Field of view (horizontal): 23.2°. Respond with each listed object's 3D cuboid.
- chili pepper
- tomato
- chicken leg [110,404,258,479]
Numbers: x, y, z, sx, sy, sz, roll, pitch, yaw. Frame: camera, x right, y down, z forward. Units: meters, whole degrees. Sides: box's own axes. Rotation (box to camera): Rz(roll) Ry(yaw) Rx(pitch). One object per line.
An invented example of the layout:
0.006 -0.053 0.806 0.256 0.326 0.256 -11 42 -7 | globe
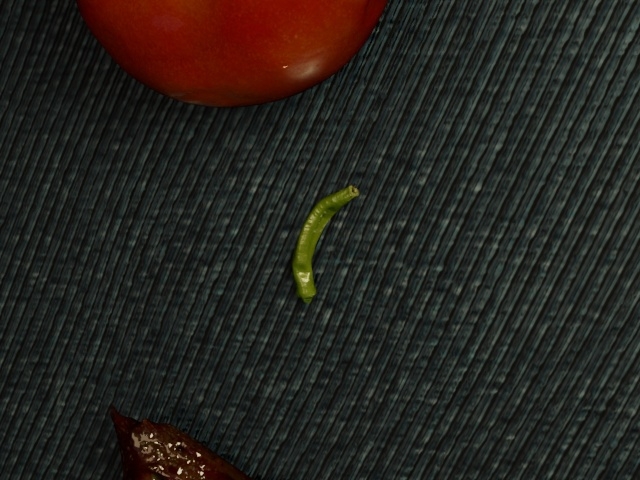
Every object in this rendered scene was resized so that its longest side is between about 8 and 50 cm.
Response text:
0.001 0.000 0.962 0.030 0.017 0.083 25 110 21 | chili pepper
-0.048 -0.169 0.896 0.195 0.136 0.195 4 98 28 | tomato
-0.043 0.186 0.983 0.234 0.063 0.105 20 100 23 | chicken leg
